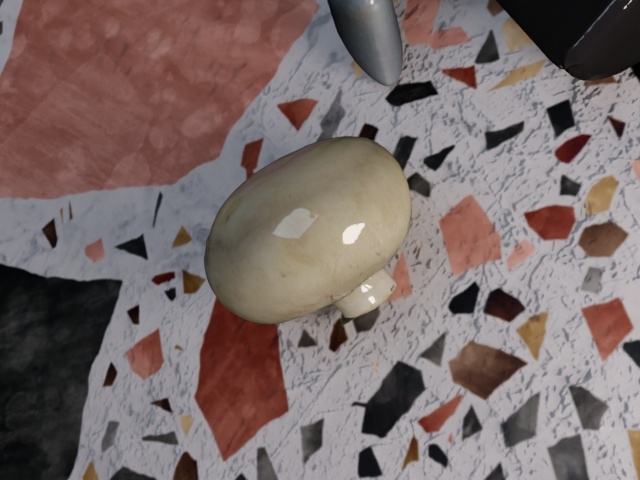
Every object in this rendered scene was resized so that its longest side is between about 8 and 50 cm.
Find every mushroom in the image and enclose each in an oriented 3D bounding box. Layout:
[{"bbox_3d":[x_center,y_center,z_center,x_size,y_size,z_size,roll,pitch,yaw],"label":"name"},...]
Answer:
[{"bbox_3d":[0.000,0.000,1.395,0.246,0.202,0.246,-36,19,15],"label":"mushroom"}]

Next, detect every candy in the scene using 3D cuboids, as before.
[{"bbox_3d":[0.047,-0.272,1.481,0.071,0.174,0.138,-23,61,1],"label":"candy"}]

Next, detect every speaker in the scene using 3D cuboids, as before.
[{"bbox_3d":[0.389,-0.333,1.338,0.388,0.184,0.180,-48,42,19],"label":"speaker"}]
